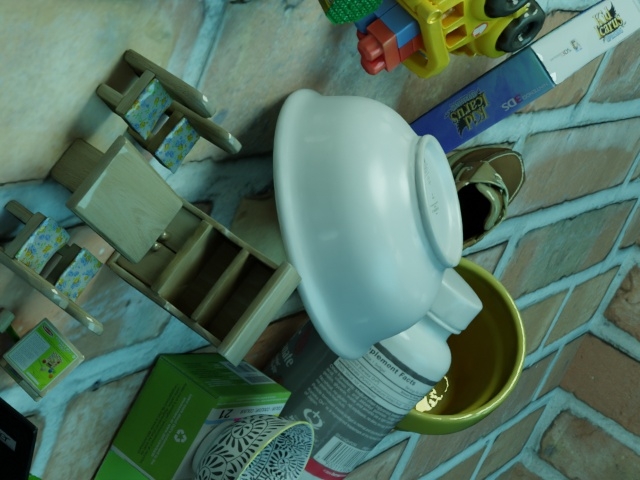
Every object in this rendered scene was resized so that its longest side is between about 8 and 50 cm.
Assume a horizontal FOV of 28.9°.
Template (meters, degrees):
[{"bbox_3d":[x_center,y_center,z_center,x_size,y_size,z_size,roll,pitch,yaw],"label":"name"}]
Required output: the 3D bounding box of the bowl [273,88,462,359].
[{"bbox_3d":[0.068,-0.029,1.321,0.298,0.134,0.298,-11,90,-71],"label":"bowl"}]

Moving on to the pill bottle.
[{"bbox_3d":[0.054,0.155,1.594,0.318,0.176,0.176,-47,159,11],"label":"pill bottle"}]

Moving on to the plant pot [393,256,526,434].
[{"bbox_3d":[0.150,0.174,1.830,0.254,0.254,0.239,-48,171,-21],"label":"plant pot"}]

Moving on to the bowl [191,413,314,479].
[{"bbox_3d":[-0.091,0.252,1.390,0.170,0.080,0.170,-44,154,-28],"label":"bowl"}]

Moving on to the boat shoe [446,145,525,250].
[{"bbox_3d":[0.206,-0.044,1.742,0.324,0.120,0.122,-34,114,-43],"label":"boat shoe"}]

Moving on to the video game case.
[{"bbox_3d":[0.248,-0.203,1.578,0.244,0.061,0.269,-36,-177,-42],"label":"video game case"}]

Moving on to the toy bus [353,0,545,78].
[{"bbox_3d":[0.125,-0.252,1.362,0.211,0.149,0.220,-41,158,-5],"label":"toy bus"}]

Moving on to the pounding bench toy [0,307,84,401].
[{"bbox_3d":[-0.267,0.099,1.136,0.052,0.083,0.065,-45,-175,-21],"label":"pounding bench toy"}]

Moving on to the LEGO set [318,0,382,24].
[{"bbox_3d":[0.020,-0.349,1.042,0.255,0.192,0.331,-32,160,19],"label":"LEGO set"}]

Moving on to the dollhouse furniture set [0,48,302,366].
[{"bbox_3d":[-0.138,-0.003,1.114,0.212,0.161,0.242,-53,157,-9],"label":"dollhouse furniture set"}]

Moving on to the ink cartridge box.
[{"bbox_3d":[-0.168,0.266,1.479,0.255,0.097,0.189,-62,157,8],"label":"ink cartridge box"}]

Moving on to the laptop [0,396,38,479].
[{"bbox_3d":[-0.268,0.153,0.963,0.136,0.234,0.264,-55,156,-3],"label":"laptop"}]

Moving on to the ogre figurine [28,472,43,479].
[{"bbox_3d":[-0.346,0.282,1.153,0.197,0.097,0.118,-16,123,-73],"label":"ogre figurine"}]
